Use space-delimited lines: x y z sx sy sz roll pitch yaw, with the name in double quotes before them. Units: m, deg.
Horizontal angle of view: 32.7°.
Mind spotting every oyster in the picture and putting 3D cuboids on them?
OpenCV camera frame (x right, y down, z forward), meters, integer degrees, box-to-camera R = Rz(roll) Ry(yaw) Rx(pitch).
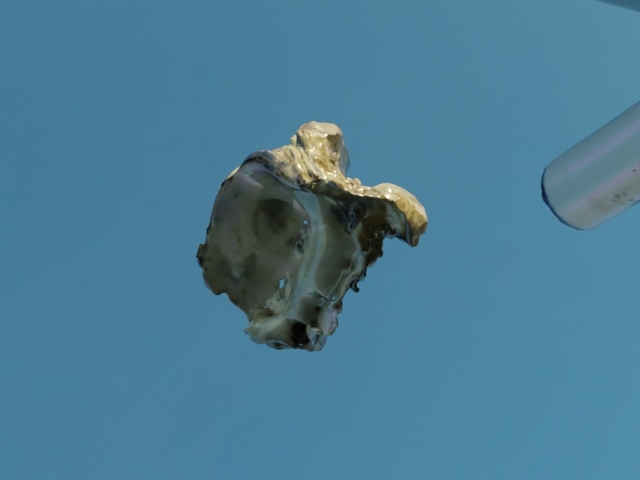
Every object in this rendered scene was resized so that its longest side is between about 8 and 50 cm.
"oyster" 0.000 0.000 0.755 0.081 0.191 0.163 -8 -79 -41

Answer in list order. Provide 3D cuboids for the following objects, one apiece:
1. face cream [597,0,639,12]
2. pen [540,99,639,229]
"face cream" 0.150 -0.121 0.385 0.214 0.096 0.095 13 -83 -11
"pen" 0.151 -0.064 0.286 0.033 0.269 0.033 12 -117 -24
